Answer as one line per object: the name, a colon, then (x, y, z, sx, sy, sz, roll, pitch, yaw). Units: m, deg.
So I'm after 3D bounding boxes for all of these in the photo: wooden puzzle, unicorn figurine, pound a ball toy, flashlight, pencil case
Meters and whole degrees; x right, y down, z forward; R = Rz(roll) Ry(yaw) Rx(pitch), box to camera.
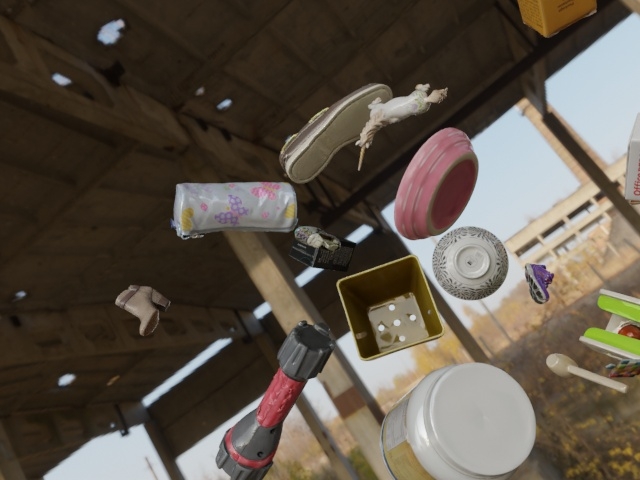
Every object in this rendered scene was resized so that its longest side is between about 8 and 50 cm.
wooden puzzle: (0.467, 0.192, 0.903, 0.083, 0.006, 0.049, 0, -39, -5)
unicorn figurine: (0.110, -0.190, 0.905, 0.162, 0.060, 0.111, -33, 16, 23)
pound a ball toy: (0.663, 0.238, 1.237, 0.136, 0.319, 0.208, 29, -96, -35)
flashlight: (-0.079, 0.278, 1.021, 0.103, 0.103, 0.304, 13, -62, -31)
pencil case: (-0.188, -0.069, 1.328, 0.273, 0.124, 0.113, -4, -40, -21)

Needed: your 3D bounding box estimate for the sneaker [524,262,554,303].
sneaker: (0.594, 0.106, 1.615, 0.071, 0.068, 0.170, -6, 28, 13)

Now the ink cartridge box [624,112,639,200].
ink cartridge box: (0.886, -0.189, 1.427, 0.117, 0.278, 0.201, -59, -36, -32)

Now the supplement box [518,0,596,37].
supplement box: (0.272, -0.377, 0.741, 0.078, 0.080, 0.233, -28, -55, 4)

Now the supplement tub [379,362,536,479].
supplement tub: (0.163, 0.238, 0.742, 0.144, 0.144, 0.199, -27, -20, -22)

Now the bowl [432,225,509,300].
bowl: (0.332, 0.048, 1.324, 0.170, 0.170, 0.080, -36, -9, 6)

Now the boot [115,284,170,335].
boot: (-0.335, 0.125, 1.107, 0.118, 0.087, 0.042, -65, -8, -63)

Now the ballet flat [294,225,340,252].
ballet flat: (0.000, 0.000, 1.191, 0.114, 0.041, 0.041, 17, -51, -44)

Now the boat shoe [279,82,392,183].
boat shoe: (0.032, -0.279, 1.486, 0.324, 0.096, 0.116, -42, -48, 5)

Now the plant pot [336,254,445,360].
plant pot: (0.186, 0.189, 1.529, 0.212, 0.212, 0.187, -20, -23, 7)

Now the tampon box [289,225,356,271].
tampon box: (0.008, 0.027, 1.876, 0.161, 0.120, 0.101, 10, -80, -46)

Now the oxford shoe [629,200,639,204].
oxford shoe: (0.993, -0.162, 1.744, 0.076, 0.076, 0.212, -23, -5, -39)

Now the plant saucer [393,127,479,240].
plant saucer: (0.333, -0.141, 1.656, 0.332, 0.084, 0.332, -34, -40, -35)
